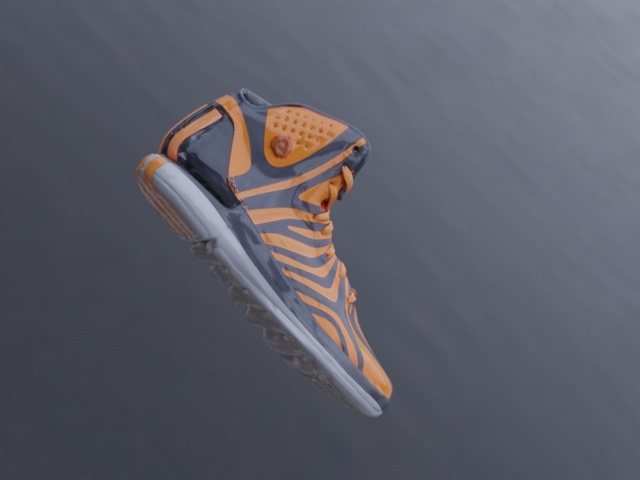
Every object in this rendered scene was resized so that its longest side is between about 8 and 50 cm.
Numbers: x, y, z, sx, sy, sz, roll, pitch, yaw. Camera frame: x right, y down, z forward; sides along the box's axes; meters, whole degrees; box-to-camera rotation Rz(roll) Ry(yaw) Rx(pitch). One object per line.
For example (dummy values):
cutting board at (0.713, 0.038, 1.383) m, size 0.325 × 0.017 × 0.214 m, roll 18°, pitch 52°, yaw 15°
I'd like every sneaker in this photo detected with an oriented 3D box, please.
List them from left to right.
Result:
sneaker at (0.000, 0.000, 1.092) m, size 0.321 × 0.180 × 0.124 m, roll 52°, pitch -16°, yaw -18°
